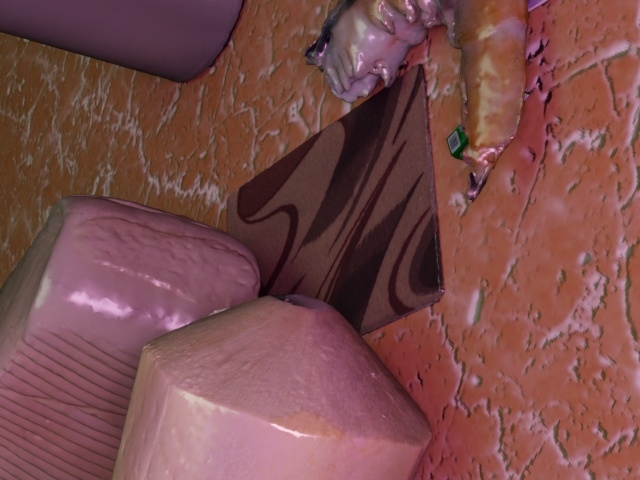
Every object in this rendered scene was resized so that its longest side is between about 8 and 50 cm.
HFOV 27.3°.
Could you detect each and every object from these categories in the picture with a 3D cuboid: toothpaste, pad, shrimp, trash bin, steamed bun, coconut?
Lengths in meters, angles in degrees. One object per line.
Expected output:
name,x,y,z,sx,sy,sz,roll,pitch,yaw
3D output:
toothpaste,0.131,-0.096,1.037,0.083,0.017,0.020,-47,41,38
pad,0.000,0.000,1.214,0.330,0.004,0.220,-31,55,48
shrimp,0.098,-0.165,1.069,0.287,0.068,0.185,43,114,49
trash bin,-0.240,-0.308,1.437,0.277,0.262,0.217,-21,63,51
steamed bun,-0.207,0.106,1.287,0.236,0.247,0.383,-83,19,-47
coconut,-0.042,0.160,1.030,0.239,0.239,0.244,34,108,55

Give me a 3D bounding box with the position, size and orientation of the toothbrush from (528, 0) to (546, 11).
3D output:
toothbrush,0.170,-0.185,1.012,0.131,0.013,0.011,-33,49,51
